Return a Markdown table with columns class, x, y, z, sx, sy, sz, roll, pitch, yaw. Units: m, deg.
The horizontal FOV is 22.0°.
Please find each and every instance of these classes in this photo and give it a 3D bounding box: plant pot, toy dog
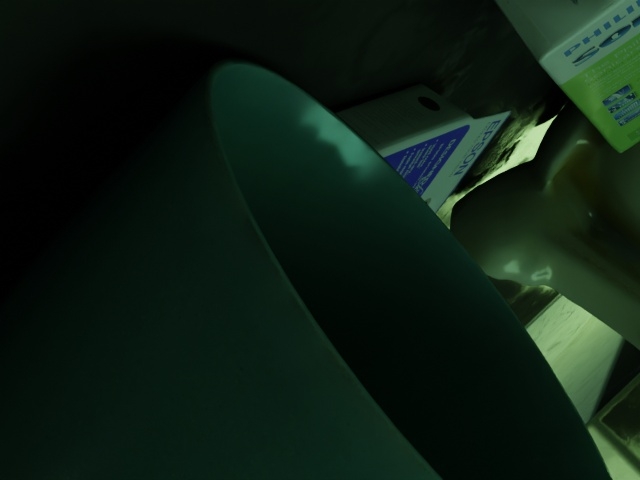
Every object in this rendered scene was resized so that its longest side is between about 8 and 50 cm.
| class | x | y | z | sx | sy | sz | roll | pitch | yaw |
| --- | --- | --- | --- | --- | --- | --- | --- | --- | --- |
| plant pot | -0.039 | 0.103 | 0.755 | 0.235 | 0.293 | 0.293 | -39 | 166 | 15 |
| toy dog | 0.352 | -0.112 | 1.160 | 0.395 | 0.284 | 0.408 | -29 | 156 | -44 |

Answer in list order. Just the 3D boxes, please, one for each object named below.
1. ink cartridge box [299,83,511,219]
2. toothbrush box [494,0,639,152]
| class | x | y | z | sx | sy | sz | roll | pitch | yaw |
| --- | --- | --- | --- | --- | --- | --- | --- | --- | --- |
| ink cartridge box | 0.000 | 0.000 | 0.989 | 0.208 | 0.045 | 0.206 | -20 | 151 | -53 |
| toothbrush box | 0.187 | -0.168 | 0.838 | 0.206 | 0.122 | 0.283 | -36 | 167 | 12 |
